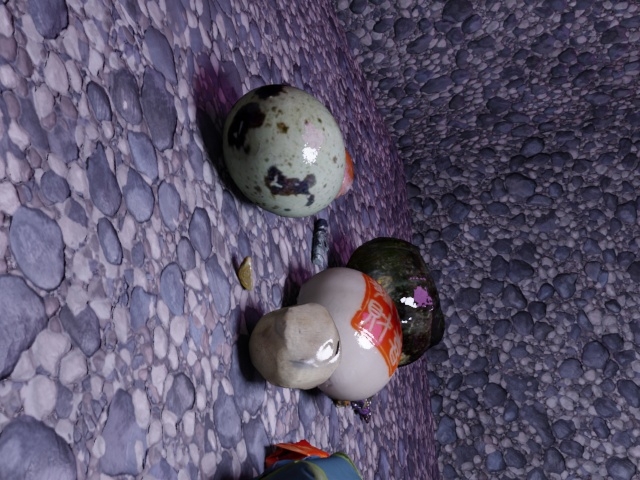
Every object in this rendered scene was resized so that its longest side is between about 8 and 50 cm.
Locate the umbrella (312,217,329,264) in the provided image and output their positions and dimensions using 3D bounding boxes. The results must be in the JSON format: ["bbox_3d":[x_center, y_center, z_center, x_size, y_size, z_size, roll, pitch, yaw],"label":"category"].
[{"bbox_3d":[0.000,0.000,2.073,0.046,0.050,0.188,41,35,-28],"label":"umbrella"}]

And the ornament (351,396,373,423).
[{"bbox_3d":[0.136,0.532,2.136,0.081,0.088,0.203,-118,-167,-47],"label":"ornament"}]

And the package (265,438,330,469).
[{"bbox_3d":[-0.024,0.664,1.433,0.196,0.123,0.424,37,43,-63],"label":"package"}]

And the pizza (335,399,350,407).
[{"bbox_3d":[0.048,0.431,1.935,0.161,0.062,0.182,-35,117,-79],"label":"pizza"}]

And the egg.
[{"bbox_3d":[-0.083,-0.209,1.550,0.379,0.287,0.288,57,26,-63],"label":"egg"}]

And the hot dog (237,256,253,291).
[{"bbox_3d":[-0.176,0.078,1.487,0.030,0.034,0.090,-93,-177,-58],"label":"hot dog"}]

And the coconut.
[{"bbox_3d":[-0.046,0.243,1.462,0.224,0.224,0.224,-12,90,-73],"label":"coconut"}]

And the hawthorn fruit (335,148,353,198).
[{"bbox_3d":[-0.020,-0.208,1.819,0.231,0.234,0.263,-123,-161,-46],"label":"hawthorn fruit"}]

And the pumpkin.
[{"bbox_3d":[0.230,0.210,2.173,0.454,0.343,0.455,-16,90,-89],"label":"pumpkin"}]

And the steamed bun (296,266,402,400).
[{"bbox_3d":[0.099,0.252,1.767,0.374,0.241,0.375,-14,90,-69],"label":"steamed bun"}]

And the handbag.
[{"bbox_3d":[-0.038,0.546,1.232,0.222,0.263,0.241,58,11,25],"label":"handbag"}]

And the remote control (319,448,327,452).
[{"bbox_3d":[-0.004,0.648,1.642,0.222,0.042,0.072,-84,155,-43],"label":"remote control"}]
